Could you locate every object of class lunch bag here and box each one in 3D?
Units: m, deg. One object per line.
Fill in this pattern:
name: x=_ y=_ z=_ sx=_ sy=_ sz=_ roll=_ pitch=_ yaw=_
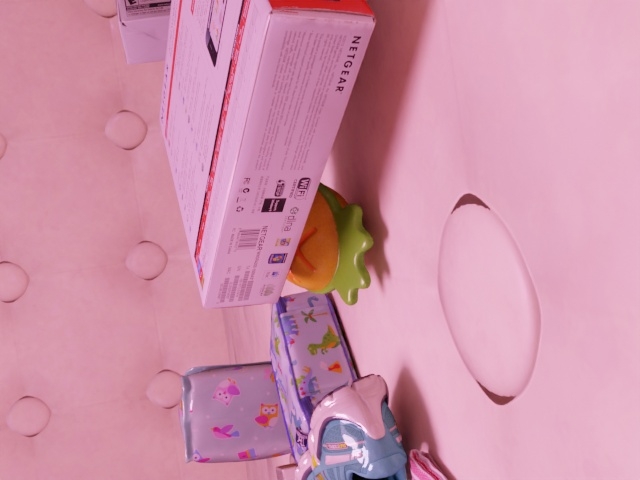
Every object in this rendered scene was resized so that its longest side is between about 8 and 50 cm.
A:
lunch bag: x=-0.125 y=0.285 z=1.165 sx=0.262 sy=0.224 sz=0.160 roll=126 pitch=139 yaw=-73
lunch bag: x=-0.011 y=0.192 z=0.930 sx=0.176 sy=0.090 sz=0.219 roll=94 pitch=163 yaw=-51

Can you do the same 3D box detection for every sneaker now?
sneaker: x=0.037 y=0.254 z=0.731 sx=0.275 sy=0.107 sz=0.110 roll=90 pitch=157 yaw=-50

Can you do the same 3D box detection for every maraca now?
maraca: x=0.000 y=0.000 z=0.746 sx=0.186 sy=0.099 sz=0.127 roll=25 pitch=121 yaw=55

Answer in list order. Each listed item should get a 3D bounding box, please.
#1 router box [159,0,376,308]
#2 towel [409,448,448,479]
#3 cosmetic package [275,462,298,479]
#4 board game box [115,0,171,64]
router box: x=-0.081 y=-0.153 z=0.669 sx=0.335 sy=0.082 sz=0.301 roll=111 pitch=148 yaw=-45
towel: x=0.114 y=0.305 z=0.612 sx=0.144 sy=0.029 sz=0.197 roll=-135 pitch=38 yaw=-69
cosmetic package: x=-0.061 y=0.494 z=1.421 sx=0.115 sy=0.041 sz=0.060 roll=129 pitch=131 yaw=-72
board game box: x=-0.170 y=-0.397 z=0.917 sx=0.097 sy=0.224 sz=0.303 roll=110 pitch=149 yaw=-68
